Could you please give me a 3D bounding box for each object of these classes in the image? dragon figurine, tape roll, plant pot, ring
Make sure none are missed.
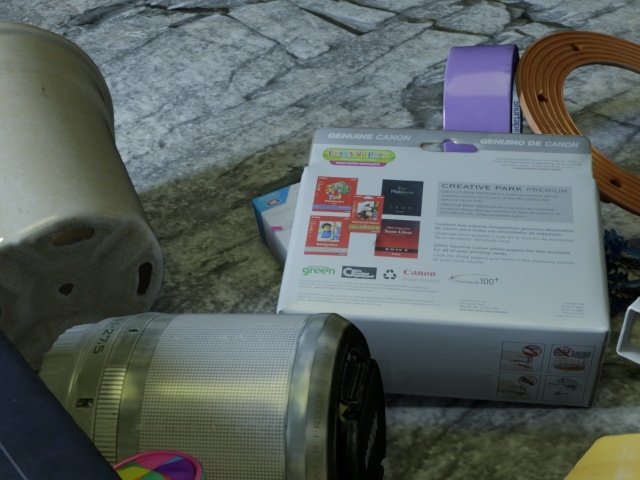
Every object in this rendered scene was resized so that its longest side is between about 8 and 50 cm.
[{"bbox_3d":[0.398,0.062,1.130,0.144,0.085,0.289,-24,37,-19],"label":"dragon figurine"},{"bbox_3d":[0.203,-0.146,1.377,0.080,0.189,0.189,1,37,14],"label":"tape roll"},{"bbox_3d":[-0.340,-0.030,1.277,0.333,0.334,0.305,-24,48,-18],"label":"plant pot"},{"bbox_3d":[0.384,-0.132,1.341,0.336,0.032,0.337,13,46,-14],"label":"ring"}]

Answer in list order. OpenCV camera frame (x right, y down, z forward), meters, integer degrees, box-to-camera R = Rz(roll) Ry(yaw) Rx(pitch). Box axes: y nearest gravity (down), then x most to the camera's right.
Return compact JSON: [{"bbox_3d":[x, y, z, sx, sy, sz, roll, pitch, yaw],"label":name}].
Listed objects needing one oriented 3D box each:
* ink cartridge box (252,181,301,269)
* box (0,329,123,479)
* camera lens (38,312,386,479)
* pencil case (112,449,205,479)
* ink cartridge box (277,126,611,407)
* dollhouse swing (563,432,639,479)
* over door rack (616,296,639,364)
[{"bbox_3d":[0.000,0.000,1.334,0.104,0.062,0.181,-20,37,-13],"label":"ink cartridge box"},{"bbox_3d":[-0.397,0.251,0.704,0.471,0.297,0.480,-20,42,-33],"label":"box"},{"bbox_3d":[-0.088,0.173,0.982,0.274,0.219,0.219,-1,36,13],"label":"camera lens"},{"bbox_3d":[-0.105,0.275,0.841,0.104,0.236,0.104,-13,25,6],"label":"pencil case"},{"bbox_3d":[0.129,0.018,1.156,0.309,0.130,0.272,4,48,7],"label":"ink cartridge box"},{"bbox_3d":[0.346,0.297,0.737,0.315,0.305,0.347,20,66,-10],"label":"dollhouse swing"},{"bbox_3d":[0.446,0.046,0.932,0.324,0.108,0.239,16,35,39],"label":"over door rack"}]
